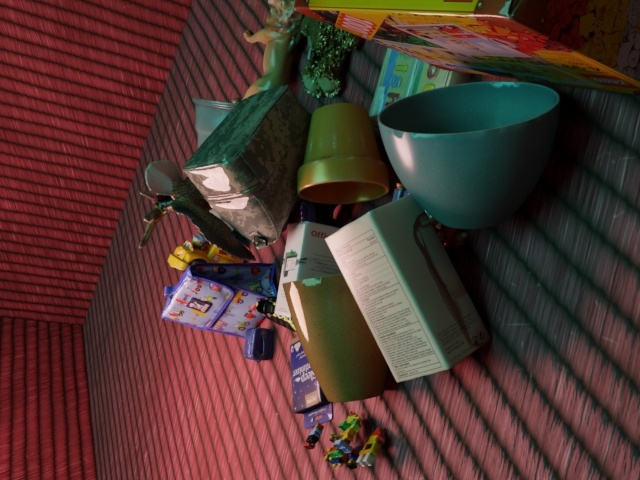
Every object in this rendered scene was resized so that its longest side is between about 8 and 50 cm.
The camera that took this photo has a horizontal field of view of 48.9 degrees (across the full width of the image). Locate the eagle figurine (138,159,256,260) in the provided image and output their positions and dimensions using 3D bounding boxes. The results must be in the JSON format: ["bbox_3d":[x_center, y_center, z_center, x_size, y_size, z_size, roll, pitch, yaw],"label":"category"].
[{"bbox_3d":[-0.279,-0.079,1.741,0.298,0.225,0.227,7,98,21],"label":"eagle figurine"}]

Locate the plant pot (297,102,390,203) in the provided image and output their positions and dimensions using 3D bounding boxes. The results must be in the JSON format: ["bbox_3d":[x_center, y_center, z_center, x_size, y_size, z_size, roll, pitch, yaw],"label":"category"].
[{"bbox_3d":[0.048,-0.196,1.572,0.205,0.205,0.188,-19,69,57],"label":"plant pot"}]

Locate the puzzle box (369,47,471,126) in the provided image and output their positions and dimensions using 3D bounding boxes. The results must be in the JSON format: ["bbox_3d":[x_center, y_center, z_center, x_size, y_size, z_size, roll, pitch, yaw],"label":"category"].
[{"bbox_3d":[0.237,-0.423,1.493,0.272,0.052,0.409,26,103,59],"label":"puzzle box"}]

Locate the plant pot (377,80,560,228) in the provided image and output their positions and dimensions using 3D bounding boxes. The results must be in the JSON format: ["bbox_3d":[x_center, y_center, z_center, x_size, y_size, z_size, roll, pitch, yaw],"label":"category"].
[{"bbox_3d":[0.251,-0.134,1.185,0.290,0.290,0.196,37,142,58],"label":"plant pot"}]

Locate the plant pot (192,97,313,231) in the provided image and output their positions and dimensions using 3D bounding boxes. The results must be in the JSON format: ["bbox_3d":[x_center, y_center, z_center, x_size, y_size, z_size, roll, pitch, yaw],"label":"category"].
[{"bbox_3d":[-0.197,-0.203,1.934,0.341,0.341,0.334,24,109,60],"label":"plant pot"}]

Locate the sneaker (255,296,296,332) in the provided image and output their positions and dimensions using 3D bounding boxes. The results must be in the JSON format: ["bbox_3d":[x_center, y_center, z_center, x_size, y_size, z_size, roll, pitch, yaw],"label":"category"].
[{"bbox_3d":[-0.100,0.192,1.828,0.234,0.097,0.084,3,83,61],"label":"sneaker"}]

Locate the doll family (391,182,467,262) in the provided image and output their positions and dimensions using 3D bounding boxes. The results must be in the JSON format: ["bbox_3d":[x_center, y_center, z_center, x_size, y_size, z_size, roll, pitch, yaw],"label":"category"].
[{"bbox_3d":[0.174,-0.027,1.398,0.263,0.118,0.163,16,95,61],"label":"doll family"}]

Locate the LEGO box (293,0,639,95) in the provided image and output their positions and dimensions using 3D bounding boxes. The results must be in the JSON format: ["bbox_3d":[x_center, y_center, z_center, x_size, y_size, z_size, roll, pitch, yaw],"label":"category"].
[{"bbox_3d":[0.252,-0.380,1.074,0.500,0.372,0.193,29,105,54],"label":"LEGO box"}]

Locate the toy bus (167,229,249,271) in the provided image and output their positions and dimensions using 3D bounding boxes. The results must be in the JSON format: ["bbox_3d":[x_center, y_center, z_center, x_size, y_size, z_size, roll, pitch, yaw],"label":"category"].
[{"bbox_3d":[-0.335,0.025,2.190,0.149,0.220,0.212,26,97,57],"label":"toy bus"}]

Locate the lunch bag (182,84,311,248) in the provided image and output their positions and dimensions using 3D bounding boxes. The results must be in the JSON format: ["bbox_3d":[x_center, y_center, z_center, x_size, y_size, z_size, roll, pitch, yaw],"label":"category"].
[{"bbox_3d":[-0.131,-0.167,1.638,0.212,0.256,0.305,-8,40,45],"label":"lunch bag"}]

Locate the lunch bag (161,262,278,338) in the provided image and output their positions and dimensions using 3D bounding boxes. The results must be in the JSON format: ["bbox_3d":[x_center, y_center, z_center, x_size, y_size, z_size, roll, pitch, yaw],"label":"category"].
[{"bbox_3d":[-0.299,0.154,1.990,0.221,0.293,0.138,-50,40,41],"label":"lunch bag"}]

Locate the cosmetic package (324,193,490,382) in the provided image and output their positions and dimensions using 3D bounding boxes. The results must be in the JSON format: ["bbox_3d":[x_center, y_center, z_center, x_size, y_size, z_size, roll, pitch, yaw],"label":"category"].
[{"bbox_3d":[0.153,0.084,1.256,0.153,0.129,0.296,-29,87,53],"label":"cosmetic package"}]

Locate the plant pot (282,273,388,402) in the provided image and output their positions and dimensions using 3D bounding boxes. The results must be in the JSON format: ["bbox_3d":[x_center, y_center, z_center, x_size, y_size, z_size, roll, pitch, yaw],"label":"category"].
[{"bbox_3d":[0.057,0.197,1.459,0.237,0.237,0.255,-16,81,58],"label":"plant pot"}]

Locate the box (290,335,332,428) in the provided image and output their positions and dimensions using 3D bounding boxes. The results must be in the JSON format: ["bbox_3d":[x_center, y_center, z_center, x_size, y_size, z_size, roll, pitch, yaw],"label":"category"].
[{"bbox_3d":[-0.025,0.333,1.712,0.136,0.036,0.225,-38,50,50],"label":"box"}]

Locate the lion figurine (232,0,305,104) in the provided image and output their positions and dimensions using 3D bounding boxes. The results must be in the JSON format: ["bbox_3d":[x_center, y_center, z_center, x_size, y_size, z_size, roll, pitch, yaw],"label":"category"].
[{"bbox_3d":[-0.135,-0.541,2.113,0.240,0.142,0.393,9,97,47],"label":"lion figurine"}]

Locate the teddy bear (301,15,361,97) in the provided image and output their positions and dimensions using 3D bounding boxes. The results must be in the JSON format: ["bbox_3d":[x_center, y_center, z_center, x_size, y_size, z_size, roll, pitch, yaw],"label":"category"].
[{"bbox_3d":[0.028,-0.546,1.873,0.245,0.113,0.338,166,104,-66],"label":"teddy bear"}]

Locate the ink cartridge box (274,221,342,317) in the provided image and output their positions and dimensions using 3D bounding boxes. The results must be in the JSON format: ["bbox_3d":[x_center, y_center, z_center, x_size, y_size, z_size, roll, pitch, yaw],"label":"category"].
[{"bbox_3d":[-0.003,0.076,1.635,0.092,0.160,0.220,1,80,60],"label":"ink cartridge box"}]

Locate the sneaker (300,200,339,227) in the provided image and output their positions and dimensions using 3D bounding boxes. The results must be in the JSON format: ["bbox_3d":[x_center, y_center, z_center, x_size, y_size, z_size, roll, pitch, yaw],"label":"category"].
[{"bbox_3d":[0.000,0.000,1.749,0.081,0.090,0.232,-124,30,-50],"label":"sneaker"}]

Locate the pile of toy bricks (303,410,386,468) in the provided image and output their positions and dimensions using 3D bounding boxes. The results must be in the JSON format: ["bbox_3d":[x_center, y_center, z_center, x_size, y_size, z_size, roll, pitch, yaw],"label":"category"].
[{"bbox_3d":[0.055,0.411,1.496,0.105,0.118,0.212,-56,8,-29],"label":"pile of toy bricks"}]

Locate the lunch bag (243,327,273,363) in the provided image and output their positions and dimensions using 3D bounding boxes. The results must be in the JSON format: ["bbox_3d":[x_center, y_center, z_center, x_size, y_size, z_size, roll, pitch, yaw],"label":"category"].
[{"bbox_3d":[-0.170,0.291,1.948,0.065,0.067,0.099,-18,66,58],"label":"lunch bag"}]
